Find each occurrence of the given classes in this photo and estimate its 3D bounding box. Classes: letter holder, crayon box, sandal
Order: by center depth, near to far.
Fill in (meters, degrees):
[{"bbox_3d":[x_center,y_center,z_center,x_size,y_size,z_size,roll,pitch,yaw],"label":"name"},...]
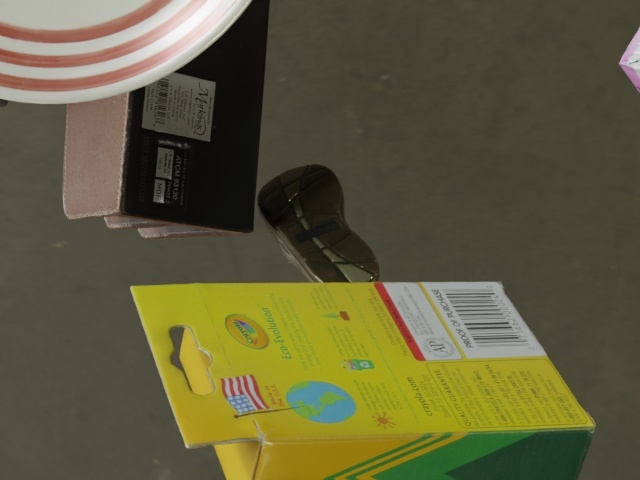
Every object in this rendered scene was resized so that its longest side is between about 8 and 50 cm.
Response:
[{"bbox_3d":[0.022,0.115,1.249,0.318,0.202,0.081,1,122,-20],"label":"crayon box"},{"bbox_3d":[0.000,0.000,1.609,0.090,0.219,0.060,-19,131,-14],"label":"sandal"},{"bbox_3d":[-0.175,-0.159,1.623,0.152,0.214,0.302,8,83,-36],"label":"letter holder"}]

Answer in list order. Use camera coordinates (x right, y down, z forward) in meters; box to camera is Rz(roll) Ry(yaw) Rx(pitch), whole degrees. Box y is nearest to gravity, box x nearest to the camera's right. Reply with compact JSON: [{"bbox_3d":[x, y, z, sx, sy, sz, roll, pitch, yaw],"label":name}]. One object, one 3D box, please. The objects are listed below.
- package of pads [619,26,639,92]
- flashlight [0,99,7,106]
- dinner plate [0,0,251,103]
[{"bbox_3d":[0.168,-0.073,0.721,0.050,0.032,0.083,-55,134,-8],"label":"package of pads"},{"bbox_3d":[-0.391,-0.274,1.680,0.103,0.103,0.304,-46,78,8],"label":"flashlight"},{"bbox_3d":[-0.074,-0.108,0.440,0.141,0.017,0.141,1,102,4],"label":"dinner plate"}]
